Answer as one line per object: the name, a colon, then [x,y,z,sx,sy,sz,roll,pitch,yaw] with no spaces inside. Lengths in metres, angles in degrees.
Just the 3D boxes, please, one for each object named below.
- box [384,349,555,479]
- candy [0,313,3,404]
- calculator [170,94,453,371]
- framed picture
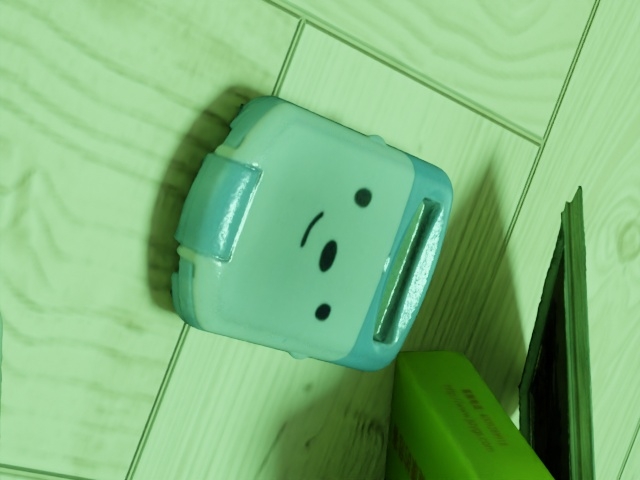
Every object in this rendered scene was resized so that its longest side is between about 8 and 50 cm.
box: [0.069,0.250,1.083,0.047,0.187,0.335,0,111,-15]
candy: [-0.279,0.106,0.582,0.427,0.186,0.386,12,101,-49]
calculator: [0.000,0.000,0.988,0.210,0.039,0.121,20,92,-54]
framed picture: [0.129,0.126,1.077,0.197,0.014,0.252,95,-1,-50]
